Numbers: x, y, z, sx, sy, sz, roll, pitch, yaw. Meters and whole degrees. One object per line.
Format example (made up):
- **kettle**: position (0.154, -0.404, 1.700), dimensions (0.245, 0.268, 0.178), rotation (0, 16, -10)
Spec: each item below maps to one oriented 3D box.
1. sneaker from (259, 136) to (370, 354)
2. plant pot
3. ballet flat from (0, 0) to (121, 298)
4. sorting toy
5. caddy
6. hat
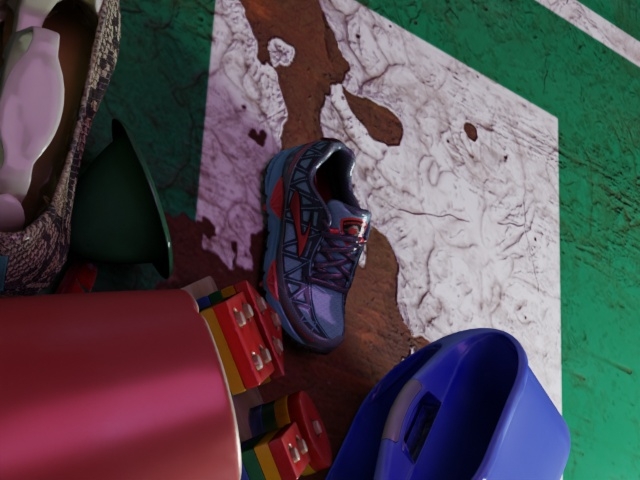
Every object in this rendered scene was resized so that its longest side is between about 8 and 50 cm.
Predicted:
- **sneaker**: position (0.000, 0.000, 1.949), dimensions (0.104, 0.125, 0.262), rotation (10, 66, -42)
- **plant pot**: position (-0.214, 0.163, 1.494), dimensions (0.243, 0.275, 0.275), rotation (-14, 83, -15)
- **ballet flat**: position (-0.283, -0.181, 1.680), dimensions (0.164, 0.182, 0.483), rotation (9, 64, -11)
- **sorting toy**: position (-0.074, 0.159, 1.742), dimensions (0.255, 0.089, 0.257), rotation (-27, 95, -80)
- **caddy**: position (0.132, 0.246, 1.900), dimensions (0.179, 0.241, 0.341), rotation (53, 43, -25)
- **hat**: position (-0.262, -0.010, 1.726), dimensions (0.183, 0.208, 0.173), rotation (-19, 128, -13)
